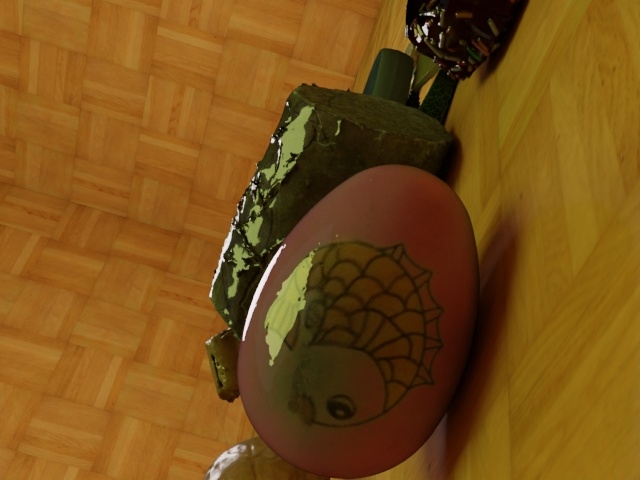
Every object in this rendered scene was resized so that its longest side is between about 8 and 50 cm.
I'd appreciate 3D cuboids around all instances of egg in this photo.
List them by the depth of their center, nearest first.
[{"bbox_3d":[0.034,0.068,0.775,0.196,0.196,0.271,144,138,-83],"label":"egg"}]

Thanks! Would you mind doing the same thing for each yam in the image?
[{"bbox_3d":[0.015,-0.010,1.132,0.241,0.241,0.348,-89,19,-74],"label":"yam"}]

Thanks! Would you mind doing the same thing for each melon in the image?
[{"bbox_3d":[0.155,-0.170,1.263,0.261,0.053,0.114,-68,-12,19],"label":"melon"}]

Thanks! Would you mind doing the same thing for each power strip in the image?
[{"bbox_3d":[0.088,-0.196,1.311,0.253,0.054,0.167,-79,8,-62],"label":"power strip"}]

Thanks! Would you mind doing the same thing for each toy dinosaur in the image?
[{"bbox_3d":[0.137,-0.191,1.397,0.055,0.049,0.154,-81,3,-77],"label":"toy dinosaur"}]

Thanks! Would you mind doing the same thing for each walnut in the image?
[{"bbox_3d":[-0.061,0.336,1.096,0.222,0.195,0.195,6,-79,-87],"label":"walnut"}]

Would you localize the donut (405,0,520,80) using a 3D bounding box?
[{"bbox_3d":[0.168,-0.305,1.028,0.235,0.089,0.235,-163,90,-76],"label":"donut"}]

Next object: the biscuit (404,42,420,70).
[{"bbox_3d":[0.145,-0.279,1.734,0.250,0.032,0.133,121,165,-72],"label":"biscuit"}]

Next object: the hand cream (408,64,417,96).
[{"bbox_3d":[0.155,-0.258,1.573,0.143,0.039,0.061,-62,2,24],"label":"hand cream"}]

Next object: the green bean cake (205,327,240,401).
[{"bbox_3d":[-0.089,0.197,1.628,0.224,0.230,0.131,112,139,-77],"label":"green bean cake"}]

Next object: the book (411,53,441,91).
[{"bbox_3d":[0.184,-0.309,1.194,0.192,0.013,0.168,-41,30,56],"label":"book"}]
